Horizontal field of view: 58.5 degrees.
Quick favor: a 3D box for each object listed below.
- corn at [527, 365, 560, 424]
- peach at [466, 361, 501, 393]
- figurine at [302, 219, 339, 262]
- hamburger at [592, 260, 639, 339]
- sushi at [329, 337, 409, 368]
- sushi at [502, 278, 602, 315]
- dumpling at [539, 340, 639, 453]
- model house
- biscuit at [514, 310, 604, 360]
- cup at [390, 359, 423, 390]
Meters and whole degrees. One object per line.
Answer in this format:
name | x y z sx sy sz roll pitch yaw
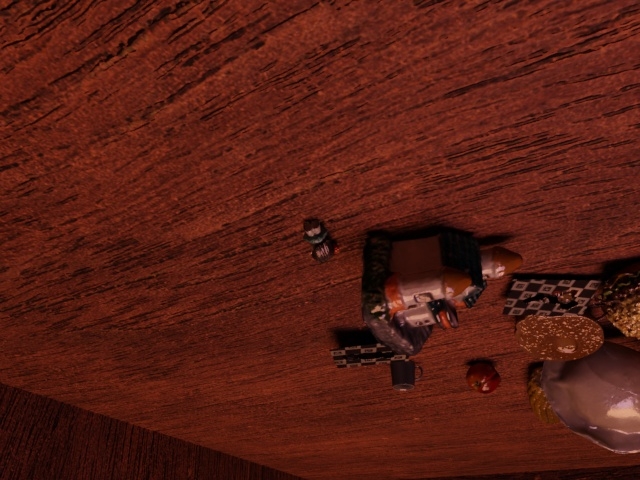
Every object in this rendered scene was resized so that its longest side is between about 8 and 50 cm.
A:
corn | 0.732 0.500 1.844 0.120 0.121 0.363 -10 142 19
peach | 0.498 0.417 1.747 0.100 0.101 0.101 2 148 1
figurine | 0.000 0.000 1.145 0.060 0.047 0.106 -35 139 -9
hamburger | 0.721 0.135 1.228 0.261 0.139 0.243 -15 145 24
sushi | 0.139 0.300 1.613 0.215 0.051 0.192 -8 151 6
sushi | 0.523 0.122 1.319 0.200 0.031 0.139 1 138 1
dumpling | 0.748 0.397 1.457 0.340 0.260 0.181 27 180 3
model house | 0.256 0.097 1.147 0.300 0.190 0.271 -14 143 22
biscuit | 0.596 0.230 1.437 0.207 0.049 0.181 -4 130 17
cup | 0.268 0.418 1.770 0.100 0.077 0.078 -5 148 11
